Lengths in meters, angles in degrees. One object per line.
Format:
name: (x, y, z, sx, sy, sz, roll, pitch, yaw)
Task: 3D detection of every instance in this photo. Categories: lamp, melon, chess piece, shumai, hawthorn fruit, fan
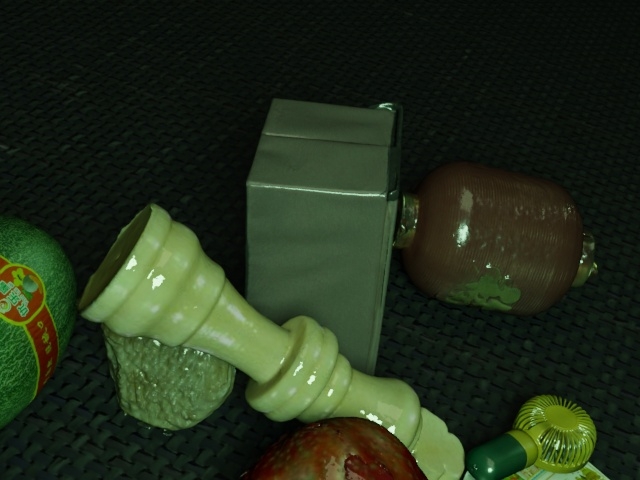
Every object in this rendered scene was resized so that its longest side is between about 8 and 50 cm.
lamp: (0.204, 0.001, 1.116, 0.258, 0.180, 0.180, 13, 38, -11)
melon: (-0.330, 0.087, 0.844, 0.182, 0.182, 0.287, 17, 38, 5)
chess piece: (-0.026, 0.122, 0.859, 0.397, 0.117, 0.117, 36, 34, -18)
shumai: (-0.146, 0.110, 0.941, 0.146, 0.145, 0.116, 14, 17, 1)
hawthorn fruit: (0.028, 0.257, 0.747, 0.181, 0.181, 0.235, -13, 47, -29)
fan: (0.208, 0.200, 0.919, 0.155, 0.039, 0.082, -16, 44, -33)

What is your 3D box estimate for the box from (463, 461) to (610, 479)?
box: (0.258, 0.274, 0.899, 0.122, 0.032, 0.220, -24, 50, -39)

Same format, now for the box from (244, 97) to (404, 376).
box: (0.000, 0.000, 0.993, 0.153, 0.252, 0.188, 7, 37, 1)
